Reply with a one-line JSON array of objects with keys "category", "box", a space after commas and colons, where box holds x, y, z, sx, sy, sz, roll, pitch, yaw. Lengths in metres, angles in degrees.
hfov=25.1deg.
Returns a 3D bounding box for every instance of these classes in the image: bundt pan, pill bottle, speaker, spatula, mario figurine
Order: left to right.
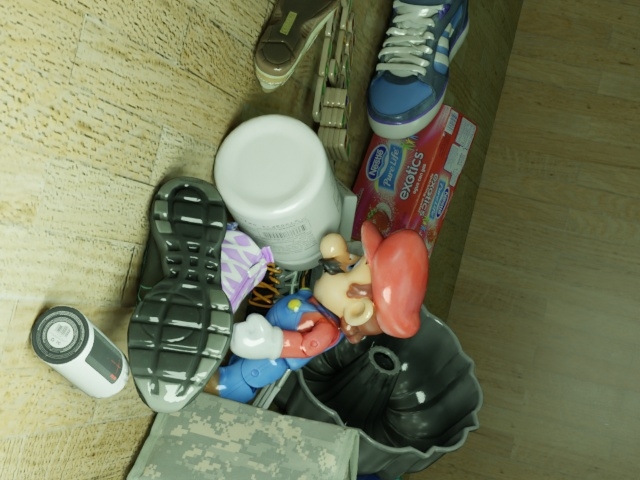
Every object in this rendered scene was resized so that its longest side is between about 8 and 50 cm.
[{"category": "speaker", "box": [-0.218, 0.104, 1.315, 0.136, 0.055, 0.055, 68, 37, -69]}, {"category": "spatula", "box": [-0.072, 0.209, 1.878, 0.242, 0.019, 0.168, -59, -174, 3]}, {"category": "pill bottle", "box": [-0.042, -0.048, 1.728, 0.229, 0.131, 0.131, 68, 38, -68]}, {"category": "mario figurine", "box": [-0.020, 0.070, 1.704, 0.170, 0.320, 0.198, 45, 20, -37]}, {"category": "bundt pan", "box": [0.065, 0.211, 2.090, 0.124, 0.330, 0.331, -56, -179, 36]}]

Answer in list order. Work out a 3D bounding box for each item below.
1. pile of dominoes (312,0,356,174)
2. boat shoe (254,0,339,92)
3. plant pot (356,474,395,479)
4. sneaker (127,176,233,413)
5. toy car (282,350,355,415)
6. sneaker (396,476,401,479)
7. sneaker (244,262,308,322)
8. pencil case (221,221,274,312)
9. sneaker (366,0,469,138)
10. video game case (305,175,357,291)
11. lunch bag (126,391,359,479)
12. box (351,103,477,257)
[{"category": "pile of dominoes", "box": [0.037, -0.233, 2.005, 0.196, 0.040, 0.251, 65, 33, -70]}, {"category": "boat shoe", "box": [-0.031, -0.257, 1.744, 0.190, 0.068, 0.072, -57, 171, -30]}, {"category": "plant pot", "box": [-0.031, 0.433, 2.078, 0.236, 0.212, 0.236, -29, 131, -73]}, {"category": "sneaker", "box": [-0.138, 0.065, 1.448, 0.106, 0.101, 0.267, 108, -10, -52]}, {"category": "toy car", "box": [0.018, 0.243, 2.260, 0.159, 0.136, 0.182, -57, 156, -57]}, {"category": "sneaker", "box": [0.049, 0.320, 2.356, 0.302, 0.108, 0.121, -151, -116, -66]}, {"category": "sneaker", "box": [-0.059, 0.044, 1.894, 0.083, 0.084, 0.215, 36, 66, -57]}, {"category": "pencil case", "box": [-0.124, 0.072, 1.598, 0.206, 0.088, 0.086, -60, 147, -47]}, {"category": "sneaker", "box": [0.141, -0.346, 2.262, 0.323, 0.130, 0.236, -62, 151, -34]}, {"category": "video game case", "box": [0.000, 0.000, 1.988, 0.173, 0.022, 0.190, -133, -133, -61]}, {"category": "lunch bag", "box": [-0.086, 0.327, 1.691, 0.287, 0.235, 0.169, 89, 18, -50]}, {"category": "box", "box": [0.145, -0.102, 2.370, 0.128, 0.122, 0.257, 21, 89, -61]}]
